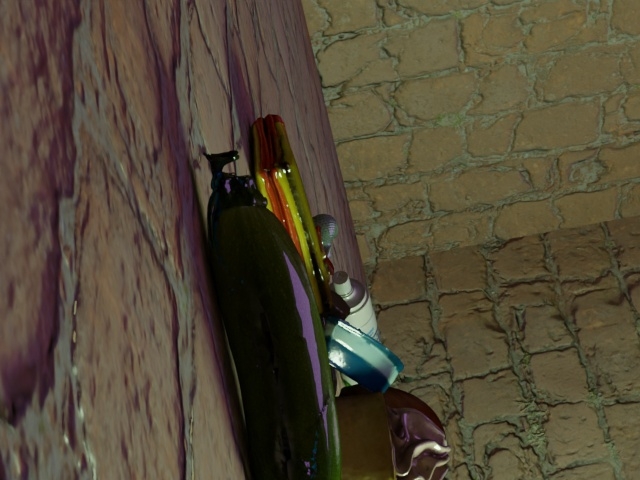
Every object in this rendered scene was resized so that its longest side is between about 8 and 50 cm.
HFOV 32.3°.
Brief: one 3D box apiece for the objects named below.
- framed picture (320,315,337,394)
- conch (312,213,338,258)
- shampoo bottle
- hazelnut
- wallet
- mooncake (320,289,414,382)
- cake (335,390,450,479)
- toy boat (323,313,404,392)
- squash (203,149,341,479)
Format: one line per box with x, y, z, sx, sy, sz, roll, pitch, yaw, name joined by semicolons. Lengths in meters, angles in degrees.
0.000;0.158;1.721;0.265;0.018;0.192;-54;133;-85;framed picture
-0.004;-0.002;1.818;0.076;0.057;0.085;109;-2;-57;conch
0.060;0.166;2.023;0.303;0.092;0.092;74;7;-46;shampoo bottle
0.100;0.320;1.724;0.212;0.181;0.181;103;0;-69;hazelnut
-0.034;-0.032;1.411;0.141;0.067;0.241;-98;175;-53;wallet
0.079;0.170;1.727;0.347;0.057;0.150;57;11;-33;mooncake
0.087;0.292;1.491;0.207;0.178;0.185;68;13;-57;cake
0.046;0.157;1.509;0.061;0.096;0.299;-57;159;-6;toy boat
-0.039;0.083;0.933;0.087;0.087;0.331;-55;132;-84;squash
